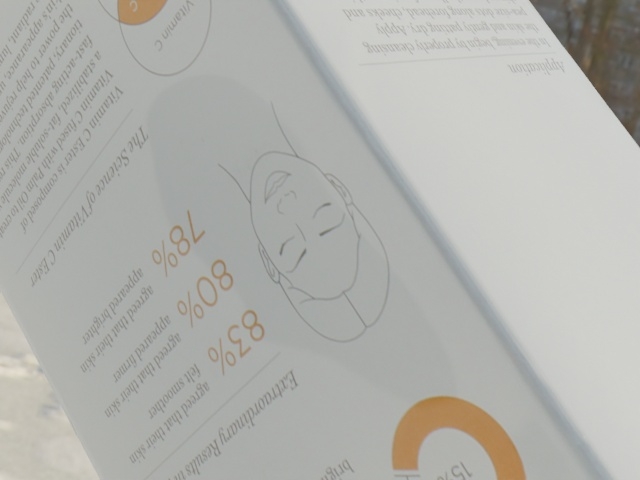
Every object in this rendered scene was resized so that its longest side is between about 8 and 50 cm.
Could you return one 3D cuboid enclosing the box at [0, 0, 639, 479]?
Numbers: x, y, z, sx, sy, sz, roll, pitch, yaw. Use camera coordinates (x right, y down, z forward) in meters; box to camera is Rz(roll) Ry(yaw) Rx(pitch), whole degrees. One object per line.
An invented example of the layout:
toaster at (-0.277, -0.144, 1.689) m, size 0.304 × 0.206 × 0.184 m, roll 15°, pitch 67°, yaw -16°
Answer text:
box at (0.000, 0.000, 0.483) m, size 0.168 × 0.215 × 0.345 m, roll -13°, pitch 65°, yaw -48°
